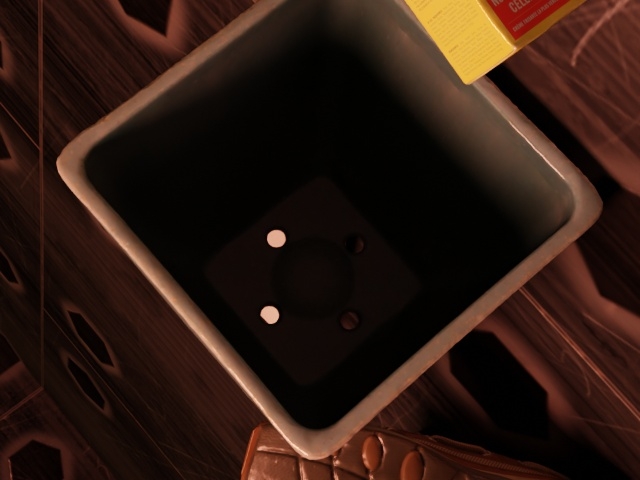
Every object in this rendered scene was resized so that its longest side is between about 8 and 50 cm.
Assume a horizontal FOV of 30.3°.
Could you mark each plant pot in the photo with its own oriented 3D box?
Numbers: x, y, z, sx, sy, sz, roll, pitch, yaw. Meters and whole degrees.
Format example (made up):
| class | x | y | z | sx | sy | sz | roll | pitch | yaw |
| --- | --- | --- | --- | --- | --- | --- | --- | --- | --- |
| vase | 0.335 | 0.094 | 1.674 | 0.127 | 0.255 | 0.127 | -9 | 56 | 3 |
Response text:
| class | x | y | z | sx | sy | sz | roll | pitch | yaw |
| --- | --- | --- | --- | --- | --- | --- | --- | --- | --- |
| plant pot | 0.000 | 0.000 | 0.838 | 0.248 | 0.247 | 0.252 | 48 | 166 | 10 |

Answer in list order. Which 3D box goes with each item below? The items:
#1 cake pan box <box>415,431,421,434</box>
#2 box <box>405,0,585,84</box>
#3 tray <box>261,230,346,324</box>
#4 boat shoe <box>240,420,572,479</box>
| class | x | y | z | sx | sy | sz | roll | pitch | yaw |
| --- | --- | --- | --- | --- | --- | --- | --- | --- | --- |
| cake pan box | 0.113 | 0.301 | 1.064 | 0.267 | 0.070 | 0.245 | 46 | -163 | 17 |
| box | 0.051 | -0.206 | 0.642 | 0.232 | 0.087 | 0.058 | 55 | 155 | -3 |
| tray | -0.030 | 0.016 | 1.151 | 0.145 | 0.030 | 0.270 | 43 | 154 | 19 |
| boat shoe | 0.093 | 0.216 | 0.952 | 0.323 | 0.123 | 0.120 | 18 | -177 | -8 |
